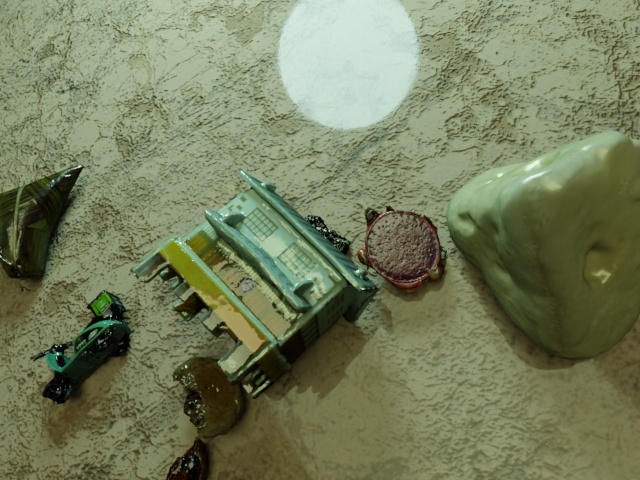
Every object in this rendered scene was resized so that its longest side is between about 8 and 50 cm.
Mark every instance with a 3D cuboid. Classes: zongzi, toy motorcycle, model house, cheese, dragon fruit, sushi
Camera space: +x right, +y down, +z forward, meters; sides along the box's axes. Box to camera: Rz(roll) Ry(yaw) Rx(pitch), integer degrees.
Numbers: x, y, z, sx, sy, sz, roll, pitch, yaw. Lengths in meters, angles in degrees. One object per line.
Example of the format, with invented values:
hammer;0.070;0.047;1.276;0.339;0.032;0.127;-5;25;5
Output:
zongzi;-0.492;-0.030;0.843;0.184;0.084;0.187;-25;72;-6
toy motorcycle;-0.376;0.172;0.741;0.173;0.058;0.100;-46;58;-6
model house;-0.076;0.060;0.612;0.215;0.198;0.224;-43;71;-15
cheese;0.279;0.011;0.577;0.174;0.251;0.247;-28;101;-10
dragon fruit;0.115;0.013;0.662;0.127;0.068;0.112;14;90;6
sushi;-0.181;0.316;0.635;0.051;0.047;0.099;22;78;19

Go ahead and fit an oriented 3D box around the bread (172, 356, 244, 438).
bread;-0.152;0.217;0.651;0.113;0.082;0.060;58;133;28

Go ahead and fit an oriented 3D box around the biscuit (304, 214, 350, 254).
biscuit;0.000;0.000;0.716;0.089;0.027;0.087;-11;69;13
